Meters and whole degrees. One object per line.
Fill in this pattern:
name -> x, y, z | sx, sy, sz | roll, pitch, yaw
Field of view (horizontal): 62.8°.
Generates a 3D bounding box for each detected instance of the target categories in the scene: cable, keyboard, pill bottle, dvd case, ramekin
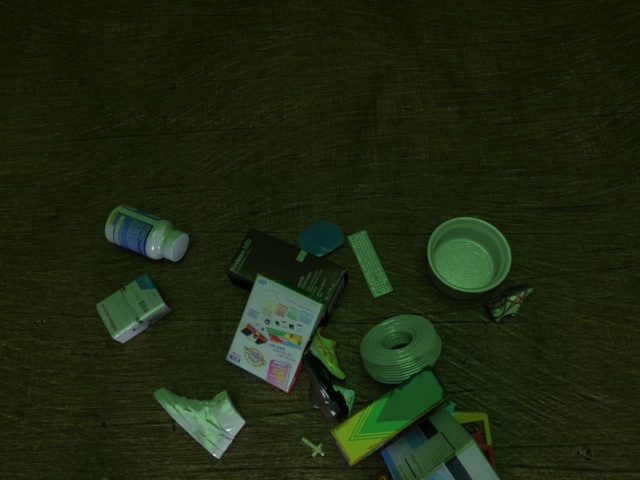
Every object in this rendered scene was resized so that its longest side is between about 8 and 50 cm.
cable -> 0.252, 0.339, 1.654 | 0.257, 0.089, 0.257 | -20, 21, -2
keyboard -> 0.177, 0.081, 1.889 | 0.072, 0.014, 0.256 | -20, 65, -6
pill bottle -> -0.626, -0.020, 1.908 | 0.272, 0.152, 0.152 | 21, 68, 12
dvd case -> 0.048, 0.514, 1.697 | 0.119, 0.013, 0.087 | 14, 67, 9
ramekin -> 0.499, 0.070, 1.808 | 0.277, 0.135, 0.277 | -1, 65, 2

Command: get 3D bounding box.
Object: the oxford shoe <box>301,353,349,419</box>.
oxford shoe -> -0.009, 0.463, 1.641 | 0.096, 0.083, 0.227 | -29, 88, 22

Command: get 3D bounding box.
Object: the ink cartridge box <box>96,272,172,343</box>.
ink cartridge box -> -0.648, 0.236, 1.827 | 0.203, 0.086, 0.148 | -33, 67, -11

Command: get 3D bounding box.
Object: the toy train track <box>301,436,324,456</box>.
toy train track -> -0.024, 0.643, 1.641 | 0.083, 0.014, 0.048 | 32, 71, 17

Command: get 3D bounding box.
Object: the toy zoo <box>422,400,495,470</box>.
toy zoo -> 0.411, 0.624, 1.552 | 0.192, 0.030, 0.293 | -8, 89, -1

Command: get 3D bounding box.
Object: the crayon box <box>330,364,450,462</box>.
crayon box -> 0.188, 0.511, 1.497 | 0.313, 0.363, 0.106 | -29, 67, -10

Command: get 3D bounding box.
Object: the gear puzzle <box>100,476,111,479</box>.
gear puzzle -> -0.671, 0.898, 1.551 | 0.175, 0.044, 0.339 | 27, 72, 13

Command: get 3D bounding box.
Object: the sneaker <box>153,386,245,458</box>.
sneaker -> -0.377, 0.529, 1.672 | 0.292, 0.108, 0.169 | 38, 71, 8

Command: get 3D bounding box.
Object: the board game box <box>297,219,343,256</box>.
board game box -> 0.000, 0.000, 1.928 | 0.169, 0.033, 0.133 | -29, 62, -15

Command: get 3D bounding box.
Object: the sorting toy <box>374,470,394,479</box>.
sorting toy -> 0.211, 0.732, 1.570 | 0.102, 0.042, 0.061 | 17, 67, 11

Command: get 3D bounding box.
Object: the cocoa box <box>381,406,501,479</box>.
cocoa box -> 0.364, 0.681, 1.401 | 0.228, 0.231, 0.347 | -34, 96, -4

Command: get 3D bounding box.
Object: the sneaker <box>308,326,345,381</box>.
sneaker -> 0.025, 0.369, 1.730 | 0.094, 0.081, 0.208 | -34, 69, -18

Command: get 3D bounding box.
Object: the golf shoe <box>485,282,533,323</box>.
golf shoe -> 0.649, 0.210, 1.782 | 0.186, 0.067, 0.086 | -27, 98, -14

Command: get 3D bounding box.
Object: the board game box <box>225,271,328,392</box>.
board game box -> -0.145, 0.293, 1.699 | 0.242, 0.064, 0.316 | 25, 100, 14

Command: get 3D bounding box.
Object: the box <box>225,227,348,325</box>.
box -> -0.113, 0.123, 1.820 | 0.381, 0.143, 0.191 | 22, 69, 15
